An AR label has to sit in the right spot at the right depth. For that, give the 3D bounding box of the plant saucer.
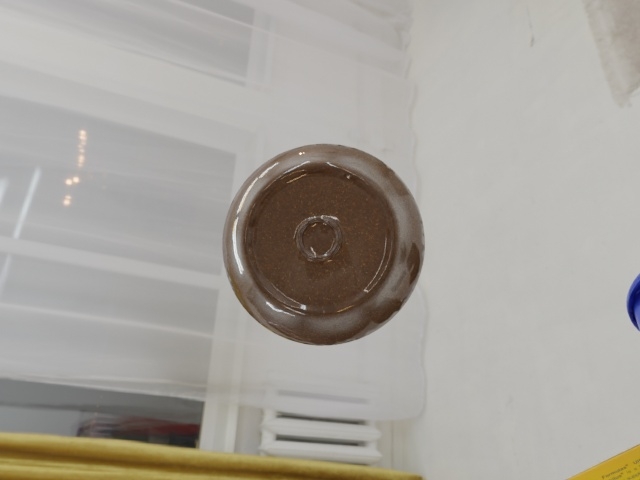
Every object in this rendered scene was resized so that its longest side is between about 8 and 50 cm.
[{"bbox_3d":[0.000,0.000,0.502,0.036,0.199,0.198,55,-135,-82],"label":"plant saucer"}]

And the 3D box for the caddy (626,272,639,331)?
[{"bbox_3d":[0.526,0.093,0.582,0.241,0.341,0.179,107,174,-48],"label":"caddy"}]

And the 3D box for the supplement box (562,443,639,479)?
[{"bbox_3d":[0.401,0.436,0.580,0.195,0.194,0.356,-31,10,9],"label":"supplement box"}]
